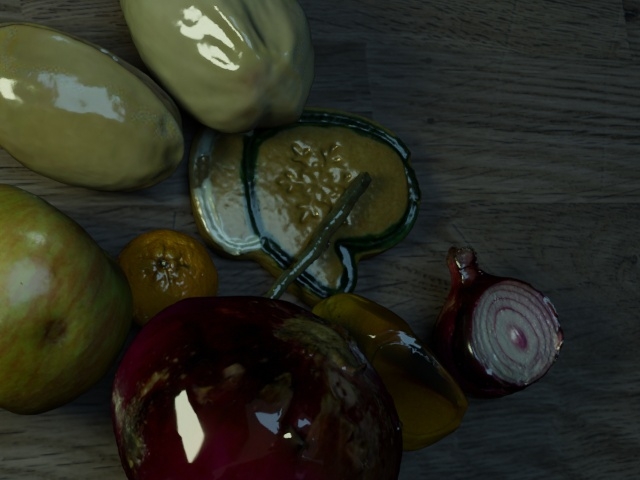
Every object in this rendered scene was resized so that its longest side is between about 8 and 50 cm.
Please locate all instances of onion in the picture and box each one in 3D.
[{"bbox_3d":[0.222,0.111,1.491,0.195,0.140,0.218,-30,88,-30],"label":"onion"},{"bbox_3d":[-0.100,0.258,1.243,0.347,0.348,0.385,28,106,-14],"label":"onion"}]

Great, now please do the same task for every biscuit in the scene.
[{"bbox_3d":[-0.013,-0.047,1.480,0.343,0.057,0.287,0,76,-22],"label":"biscuit"}]

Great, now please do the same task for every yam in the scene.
[{"bbox_3d":[-0.001,-0.001,1.430,0.027,0.029,0.234,32,69,14],"label":"yam"}]

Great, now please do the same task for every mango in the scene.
[{"bbox_3d":[0.078,0.167,1.405,0.136,0.166,0.236,-38,98,1],"label":"mango"}]

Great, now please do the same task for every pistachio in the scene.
[{"bbox_3d":[-0.306,-0.162,1.326,0.293,0.182,0.162,27,23,-11],"label":"pistachio"},{"bbox_3d":[-0.140,-0.275,1.402,0.208,0.226,0.332,-45,75,-3],"label":"pistachio"}]

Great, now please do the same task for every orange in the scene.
[{"bbox_3d":[-0.193,0.050,1.346,0.135,0.117,0.136,3,82,-21],"label":"orange"}]

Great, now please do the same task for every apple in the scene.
[{"bbox_3d":[-0.350,0.077,1.204,0.264,0.264,0.264,6,74,-21],"label":"apple"}]
